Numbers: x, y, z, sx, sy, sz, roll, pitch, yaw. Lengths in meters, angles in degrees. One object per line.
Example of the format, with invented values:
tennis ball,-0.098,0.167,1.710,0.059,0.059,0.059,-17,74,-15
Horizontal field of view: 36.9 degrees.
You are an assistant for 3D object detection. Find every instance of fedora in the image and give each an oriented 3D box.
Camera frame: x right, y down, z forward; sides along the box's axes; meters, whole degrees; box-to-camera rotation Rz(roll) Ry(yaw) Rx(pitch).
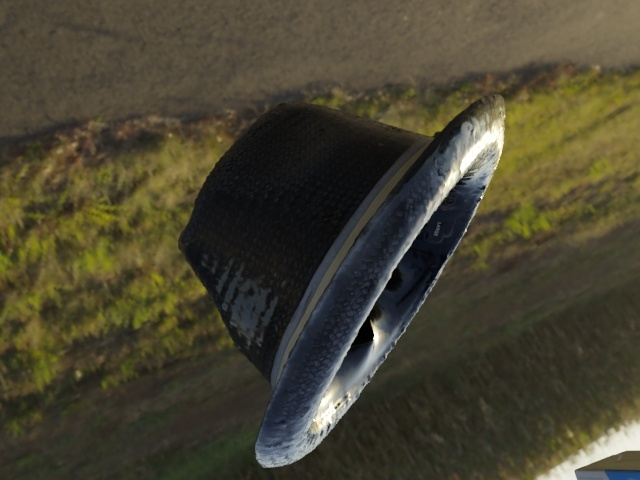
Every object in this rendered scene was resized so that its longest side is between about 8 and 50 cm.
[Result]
fedora,0.000,0.000,0.691,0.334,0.152,0.334,-54,167,-19

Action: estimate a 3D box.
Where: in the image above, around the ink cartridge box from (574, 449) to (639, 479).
ink cartridge box,0.133,0.124,0.367,0.028,0.083,0.048,-14,172,-21
